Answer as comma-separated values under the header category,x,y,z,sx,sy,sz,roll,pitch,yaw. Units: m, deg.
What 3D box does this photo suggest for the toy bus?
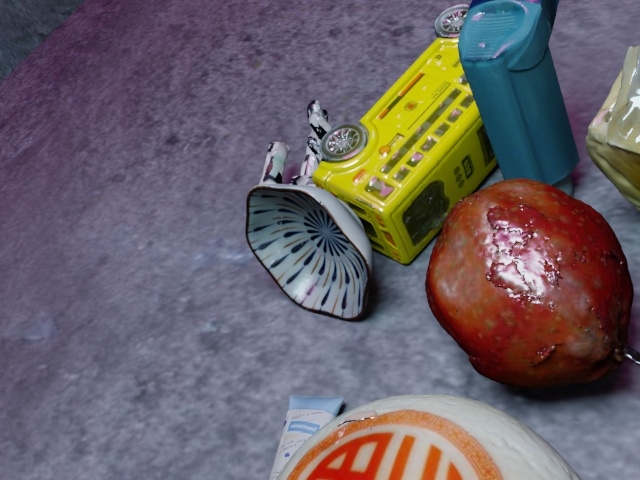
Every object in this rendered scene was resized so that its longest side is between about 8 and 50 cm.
category,x,y,z,sx,sy,sz,roll,pitch,yaw
toy bus,0.148,-0.138,0.875,0.152,0.144,0.330,32,73,39

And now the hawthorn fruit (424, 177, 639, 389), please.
category,x,y,z,sx,sy,sz,roll,pitch,yaw
hawthorn fruit,0.199,0.048,0.628,0.181,0.181,0.235,-39,40,-7

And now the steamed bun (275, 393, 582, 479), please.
category,x,y,z,sx,sy,sz,roll,pitch,yaw
steamed bun,0.067,0.235,0.518,0.283,0.177,0.283,-19,42,18

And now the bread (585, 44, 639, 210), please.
category,x,y,z,sx,sy,sz,roll,pitch,yaw
bread,0.427,-0.076,0.578,0.388,0.236,0.183,25,82,37

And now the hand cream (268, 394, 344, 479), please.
category,x,y,z,sx,sy,sz,roll,pitch,yaw
hand cream,-0.024,0.226,0.697,0.065,0.043,0.170,-3,43,24

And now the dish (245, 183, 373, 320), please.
category,x,y,z,sx,sy,sz,roll,pitch,yaw
dish,0.000,0.000,0.821,0.191,0.190,0.066,11,41,40

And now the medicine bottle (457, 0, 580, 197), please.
category,x,y,z,sx,sy,sz,roll,pitch,yaw
medicine bottle,0.216,-0.146,0.748,0.079,0.258,0.124,7,51,39

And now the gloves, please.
category,x,y,z,sx,sy,sz,roll,pitch,yaw
gloves,-0.016,-0.085,0.963,0.127,0.111,0.212,-22,37,52
